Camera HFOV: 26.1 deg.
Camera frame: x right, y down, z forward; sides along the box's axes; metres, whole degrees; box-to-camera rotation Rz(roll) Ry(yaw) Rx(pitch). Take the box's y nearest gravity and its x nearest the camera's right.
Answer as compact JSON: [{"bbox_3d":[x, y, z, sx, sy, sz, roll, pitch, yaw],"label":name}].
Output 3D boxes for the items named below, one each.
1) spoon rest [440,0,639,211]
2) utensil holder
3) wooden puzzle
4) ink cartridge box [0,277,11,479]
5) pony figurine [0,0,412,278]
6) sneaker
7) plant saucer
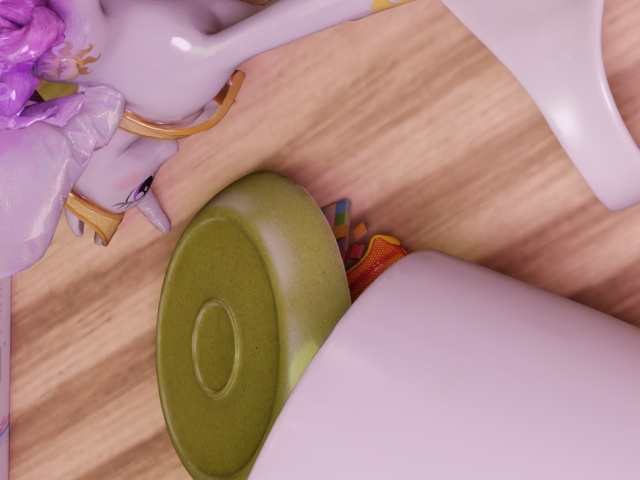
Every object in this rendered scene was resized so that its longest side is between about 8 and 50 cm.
[{"bbox_3d":[0.139,-0.144,0.827,0.137,0.084,0.276,-25,93,28],"label":"spoon rest"},{"bbox_3d":[0.173,0.213,0.781,0.385,0.327,0.328,25,113,21],"label":"utensil holder"},{"bbox_3d":[0.000,0.000,0.953,0.083,0.006,0.049,-20,52,38],"label":"wooden puzzle"},{"bbox_3d":[-0.353,0.163,1.063,0.131,0.226,0.306,13,109,22],"label":"ink cartridge box"},{"bbox_3d":[-0.150,-0.122,0.835,0.363,0.351,0.303,-39,52,34],"label":"pony figurine"},{"bbox_3d":[0.002,0.058,0.970,0.175,0.064,0.067,-37,66,24],"label":"sneaker"},{"bbox_3d":[-0.057,0.072,0.928,0.241,0.037,0.241,-8,81,58],"label":"plant saucer"}]
